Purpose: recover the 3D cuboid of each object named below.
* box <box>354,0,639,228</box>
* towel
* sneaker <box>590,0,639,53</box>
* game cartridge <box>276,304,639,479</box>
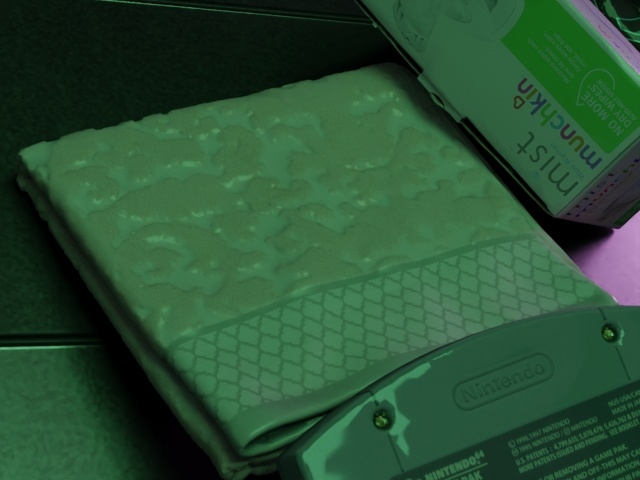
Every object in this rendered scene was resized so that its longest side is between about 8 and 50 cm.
[{"bbox_3d":[0.172,-0.143,1.241,0.262,0.127,0.231,51,16,17],"label":"box"},{"bbox_3d":[0.000,0.000,1.073,0.332,0.053,0.317,-15,49,-30],"label":"towel"},{"bbox_3d":[0.276,-0.195,1.436,0.267,0.106,0.101,54,9,-2],"label":"sneaker"},{"bbox_3d":[0.126,0.151,0.937,0.297,0.062,0.198,-17,77,-27],"label":"game cartridge"}]
